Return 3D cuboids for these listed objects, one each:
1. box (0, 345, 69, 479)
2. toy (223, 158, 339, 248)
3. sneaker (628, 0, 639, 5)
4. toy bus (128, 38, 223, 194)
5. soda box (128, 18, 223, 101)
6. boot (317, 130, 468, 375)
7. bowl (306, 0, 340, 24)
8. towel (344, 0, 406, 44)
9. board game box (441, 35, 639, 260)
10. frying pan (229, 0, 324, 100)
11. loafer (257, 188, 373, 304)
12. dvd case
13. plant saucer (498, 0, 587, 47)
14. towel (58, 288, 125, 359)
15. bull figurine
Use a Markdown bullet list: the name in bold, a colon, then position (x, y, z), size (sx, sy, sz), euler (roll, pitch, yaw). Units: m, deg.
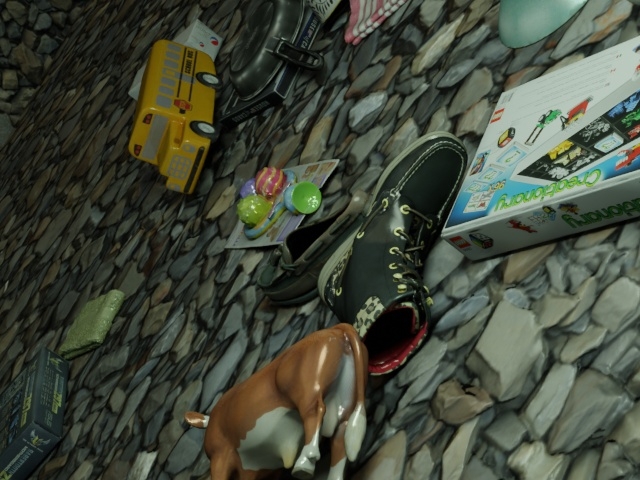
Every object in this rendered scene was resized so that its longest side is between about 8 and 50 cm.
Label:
- **box**: position (-0.478, 0.297, 2.145), size (0.183, 0.059, 0.233), euler (-48, 22, 14)
- **toy**: position (-0.072, -0.060, 1.872), size (0.137, 0.056, 0.237), euler (-58, 23, -15)
- **sneaker**: position (0.406, -0.366, 1.333), size (0.147, 0.104, 0.296), euler (6, 67, 61)
- **toy bus**: position (-0.244, -0.213, 2.294), size (0.333, 0.130, 0.108), euler (-92, 23, -57)
- **soda box**: position (-0.288, -0.343, 2.682), size (0.216, 0.069, 0.074), euler (-33, 30, 42)
- **boot**: position (0.093, 0.014, 1.410), size (0.236, 0.085, 0.179), euler (-54, 24, 15)
- **bowl**: position (0.018, -0.434, 2.152), size (0.170, 0.080, 0.170), euler (-55, 9, 13)
- **towel**: position (0.110, -0.389, 2.025), size (0.197, 0.029, 0.144), euler (-39, 27, 31)
- **board game box**: position (0.255, -0.096, 1.287), size (0.305, 0.053, 0.193), euler (-18, 41, 55)
- **frying pan**: position (-0.084, -0.286, 2.158), size (0.197, 0.053, 0.326), euler (-53, 24, 23)
- **loafer**: position (0.000, 0.000, 1.606), size (0.267, 0.084, 0.096), euler (-26, 35, 48)
- **dvd case**: position (-0.072, -0.307, 2.261), size (0.179, 0.029, 0.239), euler (-20, 39, 54)
- **plant saucer**: position (0.269, -0.315, 1.599), size (0.195, 0.037, 0.195), euler (-43, 24, 25)
- **towel**: position (-0.375, 0.137, 2.217), size (0.148, 0.027, 0.110), euler (-21, 40, 52)
- **bull figurine**: position (-0.052, 0.202, 1.380), size (0.310, 0.101, 0.188), euler (-46, 34, 45)
